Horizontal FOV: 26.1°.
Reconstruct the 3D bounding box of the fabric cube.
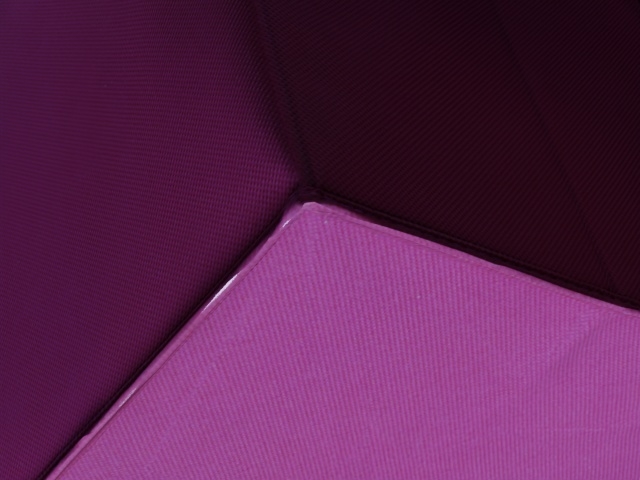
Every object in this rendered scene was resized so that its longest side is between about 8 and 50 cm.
[{"bbox_3d":[0.000,0.000,0.566,0.259,0.258,0.254,18,130,-34],"label":"fabric cube"}]
